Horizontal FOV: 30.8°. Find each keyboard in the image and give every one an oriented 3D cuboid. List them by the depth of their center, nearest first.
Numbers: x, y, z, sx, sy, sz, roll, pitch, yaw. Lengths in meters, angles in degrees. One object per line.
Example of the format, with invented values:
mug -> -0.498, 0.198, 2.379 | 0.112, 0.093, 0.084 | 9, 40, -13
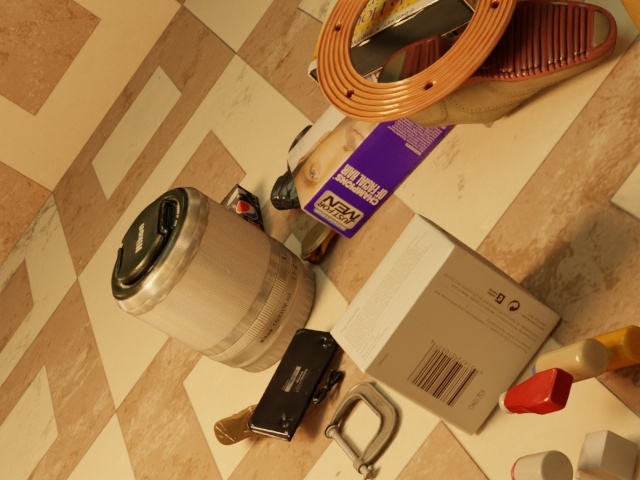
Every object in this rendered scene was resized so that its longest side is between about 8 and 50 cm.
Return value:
keyboard -> -0.022, 0.206, 1.663 | 0.108, 0.023, 0.180 | 6, 54, 35

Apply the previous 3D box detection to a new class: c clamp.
c clamp -> 0.045, 0.259, 1.530 | 0.137, 0.022, 0.160 | -54, 27, 8

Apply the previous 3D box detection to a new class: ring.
ring -> 0.136, -0.309, 1.635 | 0.337, 0.032, 0.336 | -23, 50, 30

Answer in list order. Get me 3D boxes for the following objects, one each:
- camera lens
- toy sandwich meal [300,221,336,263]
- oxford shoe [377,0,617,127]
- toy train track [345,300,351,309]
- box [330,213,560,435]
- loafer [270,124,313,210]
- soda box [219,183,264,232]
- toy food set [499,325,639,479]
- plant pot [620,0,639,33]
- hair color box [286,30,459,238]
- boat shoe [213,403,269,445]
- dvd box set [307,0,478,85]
camera lens -> -0.174, 0.062, 1.832 | 0.219, 0.274, 0.219 | -40, 31, 30
toy sandwich meal -> 0.000, 0.000, 1.886 | 0.085, 0.029, 0.085 | -43, 19, 18
oxford shoe -> 0.256, -0.237, 1.609 | 0.348, 0.130, 0.123 | -8, 59, 35
toy train track -> 0.032, 0.118, 1.715 | 0.083, 0.014, 0.048 | -53, 26, 10
box -> 0.144, 0.099, 1.357 | 0.182, 0.181, 0.119 | -55, 27, 5
loafer -> -0.027, -0.126, 2.048 | 0.061, 0.062, 0.170 | 7, 69, 37
soda box -> -0.144, -0.032, 2.134 | 0.060, 0.053, 0.169 | -47, 29, 20
toy food set -> 0.246, 0.188, 1.175 | 0.104, 0.111, 0.232 | -33, 34, 61
plant pot -> 0.416, -0.297, 1.249 | 0.237, 0.254, 0.237 | -39, 33, 31
hair color box -> 0.099, -0.188, 1.834 | 0.339, 0.110, 0.185 | -49, 28, 19
boat shoe -> -0.092, 0.265, 1.721 | 0.152, 0.056, 0.049 | -17, 6, 34
dvd box set -> 0.146, -0.452, 1.869 | 0.308, 0.062, 0.420 | -22, 39, 40
